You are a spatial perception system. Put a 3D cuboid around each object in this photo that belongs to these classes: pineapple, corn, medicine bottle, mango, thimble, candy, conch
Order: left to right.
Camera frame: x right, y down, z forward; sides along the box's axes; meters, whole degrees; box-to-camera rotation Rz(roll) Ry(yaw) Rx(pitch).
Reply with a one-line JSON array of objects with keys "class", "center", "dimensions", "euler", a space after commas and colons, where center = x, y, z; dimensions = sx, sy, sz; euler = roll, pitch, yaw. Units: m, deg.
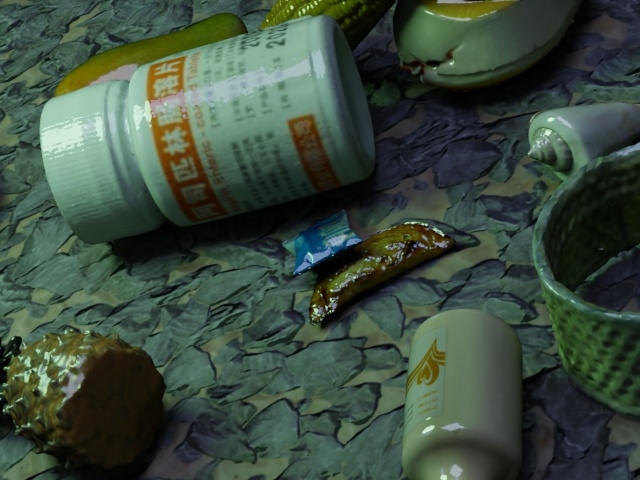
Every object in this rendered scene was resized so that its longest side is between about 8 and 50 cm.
[{"class": "pineapple", "center": [-0.305, 0.168, 1.573], "dimensions": [0.279, 0.158, 0.158], "euler": [1, 44, 42]}, {"class": "mango", "center": [-0.221, -0.215, 1.958], "dimensions": [0.289, 0.129, 0.146], "euler": [-24, 29, -7]}, {"class": "medicine bottle", "center": [-0.134, -0.131, 1.757], "dimensions": [0.371, 0.211, 0.211], "euler": [-14, 40, 10]}, {"class": "candy", "center": [-0.001, 0.000, 1.670], "dimensions": [0.088, 0.038, 0.136], "euler": [-31, 19, 1]}, {"class": "corn", "center": [0.018, -0.301, 1.831], "dimensions": [0.120, 0.120, 0.363], "euler": [-56, 9, -33]}, {"class": "medicine bottle", "center": [0.133, 0.186, 1.347], "dimensions": [0.114, 0.114, 0.252], "euler": [-10, 42, 16]}, {"class": "conch", "center": [0.303, -0.128, 1.638], "dimensions": [0.176, 0.094, 0.104], "euler": [-37, 2, -23]}, {"class": "thimble", "center": [0.348, 0.033, 1.387], "dimensions": [0.271, 0.150, 0.271], "euler": [-14, 40, 12]}]

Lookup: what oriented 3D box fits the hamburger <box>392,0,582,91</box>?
[{"class": "hamburger", "center": [0.221, -0.312, 1.844], "dimensions": [0.227, 0.151, 0.295], "euler": [14, 47, 29]}]

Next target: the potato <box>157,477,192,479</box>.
[{"class": "potato", "center": [-0.152, 0.323, 1.327], "dimensions": [0.117, 0.182, 0.202], "euler": [-22, 43, 61]}]

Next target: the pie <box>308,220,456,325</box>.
[{"class": "pie", "center": [0.053, 0.025, 1.633], "dimensions": [0.191, 0.033, 0.088], "euler": [-30, 33, -10]}]
